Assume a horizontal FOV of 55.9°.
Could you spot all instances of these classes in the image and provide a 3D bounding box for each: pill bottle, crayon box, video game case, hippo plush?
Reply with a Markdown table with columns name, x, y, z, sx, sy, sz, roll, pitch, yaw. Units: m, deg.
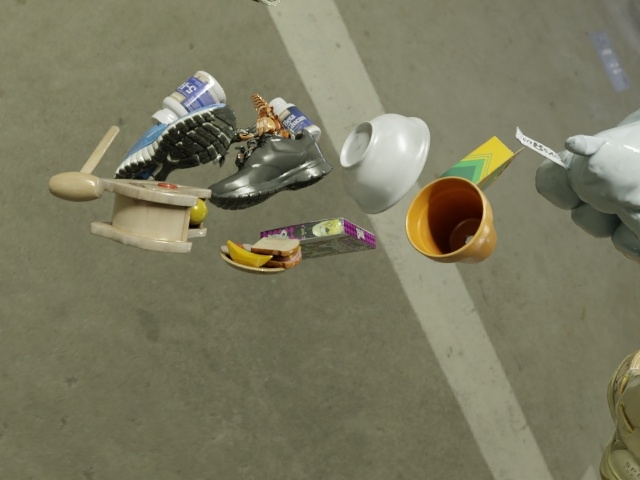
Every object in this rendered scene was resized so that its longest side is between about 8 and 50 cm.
| name | x | y | z | sx | sy | sz | roll | pitch | yaw |
| --- | --- | --- | --- | --- | --- | --- | --- | --- | --- |
| pill bottle | -0.087 | -0.352 | 1.821 | 0.169 | 0.094 | 0.094 | 45 | 45 | 17 |
| crayon box | 0.417 | -0.167 | 1.730 | 0.323 | 0.203 | 0.083 | -34 | 75 | -28 |
| video game case | 0.000 | 0.000 | 1.450 | 0.232 | 0.210 | 0.042 | 23 | 61 | -66 |
| hippo plush | 0.412 | -0.127 | 0.756 | 0.294 | 0.234 | 0.236 | 38 | 94 | -17 |
| pill bottle | -0.353 | -0.352 | 1.602 | 0.112 | 0.112 | 0.187 | 48 | 69 | -13 |

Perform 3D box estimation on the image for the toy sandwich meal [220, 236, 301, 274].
| name | x | y | z | sx | sy | sz | roll | pitch | yaw |
| --- | --- | --- | --- | --- | --- | --- | --- | --- | --- |
| toy sandwich meal | -0.062 | 0.011 | 0.627 | 0.085 | 0.085 | 0.029 | -4 | 111 | -40 |

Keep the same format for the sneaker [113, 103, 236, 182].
| name | x | y | z | sx | sy | sz | roll | pitch | yaw |
| --- | --- | --- | --- | --- | --- | --- | --- | --- | --- |
| sneaker | -0.342 | -0.237 | 1.409 | 0.130 | 0.330 | 0.147 | 48 | 25 | -41 |

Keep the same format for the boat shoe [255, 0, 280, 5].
| name | x | y | z | sx | sy | sz | roll | pitch | yaw |
| --- | --- | --- | --- | --- | --- | --- | --- | --- | --- |
| boat shoe | -0.131 | -0.406 | 0.803 | 0.084 | 0.079 | 0.233 | -54 | 149 | -1 |

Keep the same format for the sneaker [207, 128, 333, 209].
| name | x | y | z | sx | sy | sz | roll | pitch | yaw |
| --- | --- | --- | --- | --- | --- | --- | --- | --- | --- |
| sneaker | -0.115 | -0.149 | 1.248 | 0.286 | 0.109 | 0.130 | -23 | 89 | -33 |

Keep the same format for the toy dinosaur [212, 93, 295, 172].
| name | x | y | z | sx | sy | sz | roll | pitch | yaw |
| --- | --- | --- | --- | --- | --- | --- | --- | --- | --- |
| toy dinosaur | -0.156 | -0.255 | 1.606 | 0.164 | 0.218 | 0.322 | 51 | 27 | -32 |

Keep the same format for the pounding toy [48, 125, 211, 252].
| name | x | y | z | sx | sy | sz | roll | pitch | yaw |
| --- | --- | --- | --- | --- | --- | --- | --- | --- | --- |
| pounding toy | -0.226 | -0.071 | 0.842 | 0.269 | 0.154 | 0.155 | -16 | 116 | -75 |

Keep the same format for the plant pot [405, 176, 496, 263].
| name | x | y | z | sx | sy | sz | roll | pitch | yaw |
| --- | --- | --- | --- | --- | --- | --- | --- | --- | --- |
| plant pot | 0.343 | -0.027 | 1.489 | 0.188 | 0.205 | 0.205 | 29 | 54 | -49 |

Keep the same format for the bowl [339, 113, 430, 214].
| name | x | y | z | sx | sy | sz | roll | pitch | yaw |
| --- | --- | --- | --- | --- | --- | --- | --- | --- | --- |
| bowl | 0.147 | -0.231 | 1.641 | 0.134 | 0.298 | 0.298 | 27 | 57 | -29 |

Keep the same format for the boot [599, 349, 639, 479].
| name | x | y | z | sx | sy | sz | roll | pitch | yaw |
| --- | --- | --- | --- | --- | --- | --- | --- | --- | --- |
| boot | 0.417 | 0.159 | 0.702 | 0.095 | 0.203 | 0.262 | 29 | 35 | 21 |
